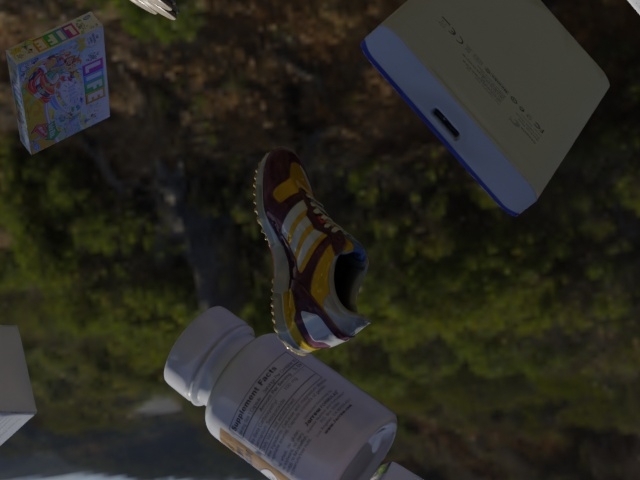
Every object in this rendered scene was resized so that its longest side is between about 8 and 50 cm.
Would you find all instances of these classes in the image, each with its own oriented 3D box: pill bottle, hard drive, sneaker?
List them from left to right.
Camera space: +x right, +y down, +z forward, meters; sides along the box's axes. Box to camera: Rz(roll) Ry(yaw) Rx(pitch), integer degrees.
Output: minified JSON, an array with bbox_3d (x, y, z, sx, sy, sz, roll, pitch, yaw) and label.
[{"bbox_3d":[-0.046,0.172,1.530,0.229,0.131,0.131,34,-165,20],"label":"pill bottle"},{"bbox_3d":[0.000,0.000,1.227,0.084,0.185,0.069,-22,158,29],"label":"sneaker"},{"bbox_3d":[0.172,-0.170,1.436,0.040,0.210,0.318,-40,-176,33],"label":"hard drive"}]

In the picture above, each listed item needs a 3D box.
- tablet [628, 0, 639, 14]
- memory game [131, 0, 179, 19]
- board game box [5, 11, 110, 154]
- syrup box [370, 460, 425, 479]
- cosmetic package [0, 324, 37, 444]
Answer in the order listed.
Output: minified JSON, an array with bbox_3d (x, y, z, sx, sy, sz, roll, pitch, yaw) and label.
[{"bbox_3d":[0.416,-0.306,1.873,0.006,0.083,0.054,-31,166,-27],"label":"tablet"},{"bbox_3d":[-0.176,-0.208,1.021,0.186,0.012,0.186,32,178,1],"label":"memory game"},{"bbox_3d":[-0.283,-0.169,1.595,0.103,0.026,0.154,-30,153,-22],"label":"board game box"},{"bbox_3d":[0.139,0.341,1.564,0.237,0.093,0.096,32,153,-4],"label":"syrup box"},{"bbox_3d":[-0.527,0.212,1.903,0.225,0.138,0.224,8,144,-41],"label":"cosmetic package"}]
